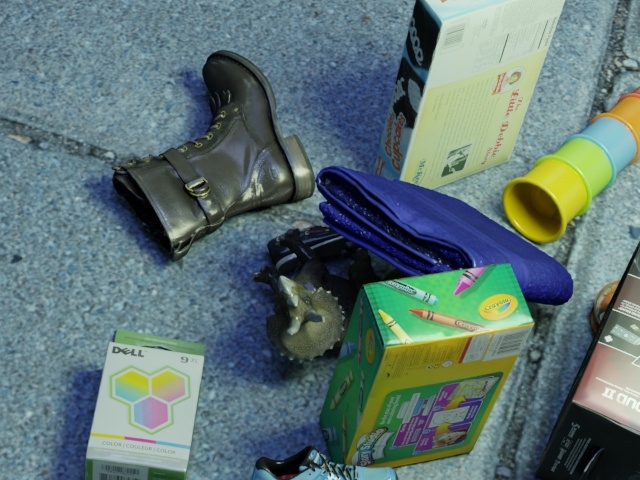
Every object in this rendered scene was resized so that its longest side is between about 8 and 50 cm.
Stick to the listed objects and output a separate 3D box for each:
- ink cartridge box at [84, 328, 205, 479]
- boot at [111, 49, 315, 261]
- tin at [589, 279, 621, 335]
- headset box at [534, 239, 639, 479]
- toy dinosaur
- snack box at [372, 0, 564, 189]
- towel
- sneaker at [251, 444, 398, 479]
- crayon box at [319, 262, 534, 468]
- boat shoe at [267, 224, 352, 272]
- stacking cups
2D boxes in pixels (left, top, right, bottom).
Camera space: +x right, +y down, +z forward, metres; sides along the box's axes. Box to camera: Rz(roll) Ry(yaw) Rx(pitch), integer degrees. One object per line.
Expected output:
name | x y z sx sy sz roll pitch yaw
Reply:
ink cartridge box | -0.189 0.174 1.817 0.109 0.062 0.209 9 51 -3
boot | -0.153 -0.112 2.032 0.229 0.091 0.263 -20 60 -25
tin | 0.420 0.094 2.013 0.190 0.040 0.106 -6 50 -15
headset box | 0.344 0.149 1.818 0.110 0.218 0.293 24 62 9
toy dinosaur | 0.022 0.073 1.919 0.314 0.121 0.160 7 46 -48
snack box | 0.178 -0.191 2.007 0.187 0.322 0.060 -20 57 -25
towel | 0.143 0.008 1.889 0.228 0.076 0.308 35 13 28
sneaker | 0.003 0.256 1.761 0.162 0.073 0.063 -3 25 -4
crayon box | 0.106 0.143 1.759 0.165 0.278 0.081 -8 56 -17
boat shoe | 0.000 -0.001 2.000 0.133 0.049 0.042 -17 65 -17
stacking cups | 0.358 -0.120 2.137 0.096 0.096 0.316 36 53 17
